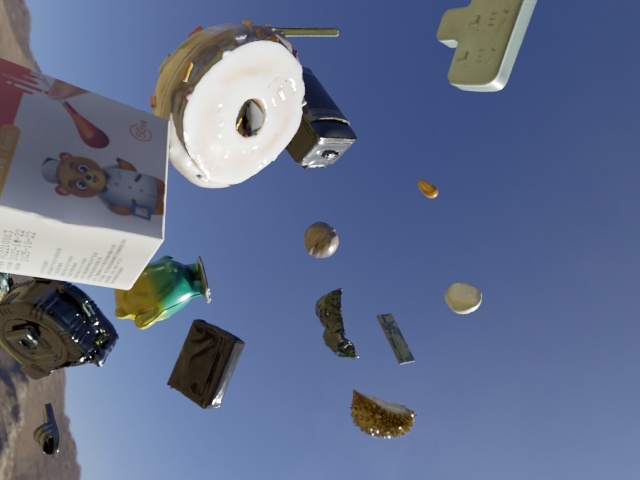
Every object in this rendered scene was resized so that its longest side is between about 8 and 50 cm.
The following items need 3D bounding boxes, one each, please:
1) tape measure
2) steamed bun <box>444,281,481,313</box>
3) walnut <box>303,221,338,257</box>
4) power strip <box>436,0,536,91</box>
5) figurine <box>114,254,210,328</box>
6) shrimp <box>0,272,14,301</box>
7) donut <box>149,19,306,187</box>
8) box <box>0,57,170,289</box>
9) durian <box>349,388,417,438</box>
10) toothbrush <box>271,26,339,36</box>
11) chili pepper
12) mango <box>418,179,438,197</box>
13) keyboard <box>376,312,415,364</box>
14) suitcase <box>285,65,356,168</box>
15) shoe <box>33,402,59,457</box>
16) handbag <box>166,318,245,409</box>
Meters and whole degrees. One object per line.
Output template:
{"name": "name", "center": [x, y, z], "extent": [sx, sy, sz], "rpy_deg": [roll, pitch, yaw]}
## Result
{"name": "tape measure", "center": [-0.499, 0.159, 0.785], "extent": [0.199, 0.112, 0.186], "rpy_deg": [-17, -63, 16]}
{"name": "steamed bun", "center": [0.532, 0.222, 1.615], "extent": [0.130, 0.112, 0.090], "rpy_deg": [9, -41, 20]}
{"name": "walnut", "center": [0.001, -0.001, 1.679], "extent": [0.140, 0.140, 0.162], "rpy_deg": [62, -32, 20]}
{"name": "power strip", "center": [0.338, -0.454, 0.912], "extent": [0.194, 0.059, 0.264], "rpy_deg": [27, -76, 50]}
{"name": "figurine", "center": [-0.607, 0.182, 1.639], "extent": [0.231, 0.340, 0.323], "rpy_deg": [95, -26, -44]}
{"name": "shrimp", "center": [-0.922, 0.132, 1.305], "extent": [0.071, 0.233, 0.364], "rpy_deg": [-1, -85, 18]}
{"name": "donut", "center": [-0.198, -0.297, 0.957], "extent": [0.142, 0.383, 0.382], "rpy_deg": [41, -51, 24]}
{"name": "box", "center": [-0.377, -0.089, 0.521], "extent": [0.143, 0.342, 0.224], "rpy_deg": [-42, -134, 40]}
{"name": "durian", "center": [0.218, 0.628, 1.521], "extent": [0.183, 0.250, 0.137], "rpy_deg": [107, -6, -53]}
{"name": "toothbrush", "center": [-0.097, -0.537, 1.109], "extent": [0.028, 0.295, 0.026], "rpy_deg": [-109, -162, -67]}
{"name": "chili pepper", "center": [0.051, 0.326, 1.602], "extent": [0.148, 0.116, 0.264], "rpy_deg": [-29, -103, 38]}
{"name": "mango", "center": [0.404, -0.198, 1.627], "extent": [0.089, 0.046, 0.060], "rpy_deg": [45, -14, -8]}
{"name": "keyboard", "center": [0.233, 0.303, 1.346], "extent": [0.014, 0.055, 0.176], "rpy_deg": [110, -32, -42]}
{"name": "suitcase", "center": [-0.068, -0.465, 1.555], "extent": [0.194, 0.283, 0.433], "rpy_deg": [-41, -105, 34]}
{"name": "shoe", "center": [-0.732, 0.505, 1.137], "extent": [0.179, 0.049, 0.071], "rpy_deg": [36, -66, 44]}
{"name": "handbag", "center": [-0.375, 0.402, 1.415], "extent": [0.223, 0.080, 0.246], "rpy_deg": [16, -100, 35]}
